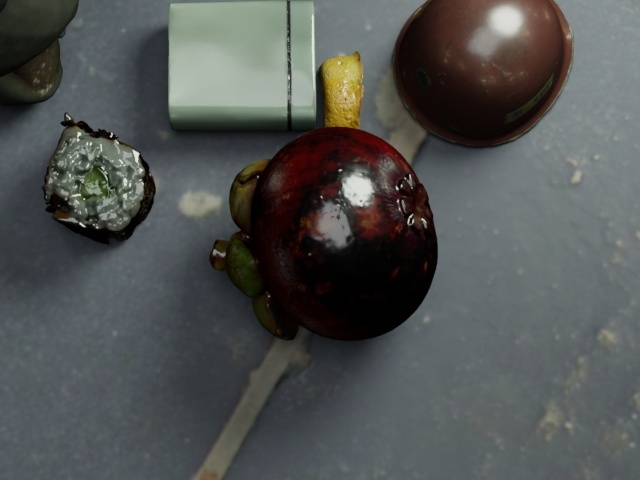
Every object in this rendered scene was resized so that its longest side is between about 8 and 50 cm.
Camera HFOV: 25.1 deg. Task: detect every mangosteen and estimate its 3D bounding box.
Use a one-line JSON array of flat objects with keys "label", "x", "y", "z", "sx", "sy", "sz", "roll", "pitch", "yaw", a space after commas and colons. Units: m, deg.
[{"label": "mangosteen", "x": 0.000, "y": 0.000, "z": 1.207, "sx": 0.200, "sy": 0.200, "sz": 0.200, "roll": 0, "pitch": 79, "yaw": -2}]

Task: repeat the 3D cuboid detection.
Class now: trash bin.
[{"label": "trash bin", "x": -0.069, "y": -0.155, "z": 1.279, "sx": 0.130, "sy": 0.059, "sz": 0.116, "roll": -1, "pitch": 77, "yaw": -1}]

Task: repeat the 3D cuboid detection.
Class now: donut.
[{"label": "donut", "x": 0.018, "y": -0.124, "z": 1.291, "sx": 0.038, "sy": 0.067, "sz": 0.083, "roll": 0, "pitch": 111, "yaw": -8}]

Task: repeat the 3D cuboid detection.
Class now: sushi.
[{"label": "sushi", "x": -0.191, "y": -0.052, "z": 1.244, "sx": 0.094, "sy": 0.084, "sz": 0.098, "roll": 20, "pitch": 82, "yaw": 0}]

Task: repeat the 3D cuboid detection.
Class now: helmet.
[{"label": "helmet", "x": 0.155, "y": -0.175, "z": 1.268, "sx": 0.175, "sy": 0.106, "sz": 0.155, "roll": -30, "pitch": 82, "yaw": -11}]

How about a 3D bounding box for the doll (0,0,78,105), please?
[{"label": "doll", "x": -0.343, "y": -0.291, "z": 1.173, "sx": 0.252, "sy": 0.382, "sz": 0.378, "roll": -42, "pitch": 51, "yaw": 25}]
